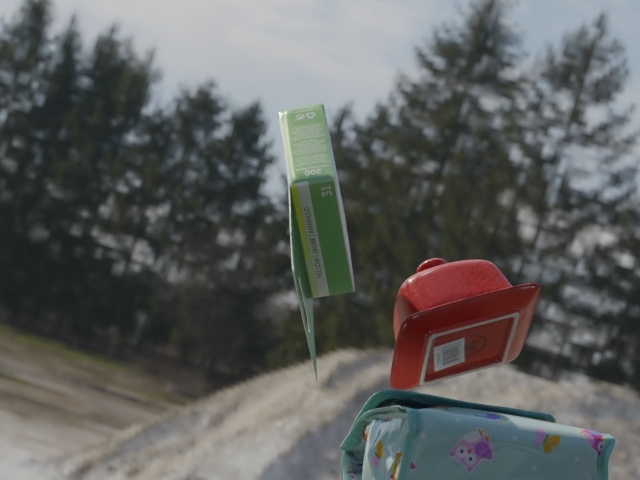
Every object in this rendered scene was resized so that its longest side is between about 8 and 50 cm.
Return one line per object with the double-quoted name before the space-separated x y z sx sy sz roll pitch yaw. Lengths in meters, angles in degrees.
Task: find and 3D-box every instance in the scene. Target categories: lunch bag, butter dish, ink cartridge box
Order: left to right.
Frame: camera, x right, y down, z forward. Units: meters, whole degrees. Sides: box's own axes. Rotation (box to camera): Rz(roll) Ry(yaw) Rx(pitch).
"ink cartridge box" 0.000 0.000 1.668 0.056 0.235 0.171 -10 -45 1
"butter dish" 0.138 0.072 1.766 0.160 0.118 0.160 -15 -32 -14
"lunch bag" 0.147 0.241 1.658 0.223 0.160 0.262 9 -6 -10
